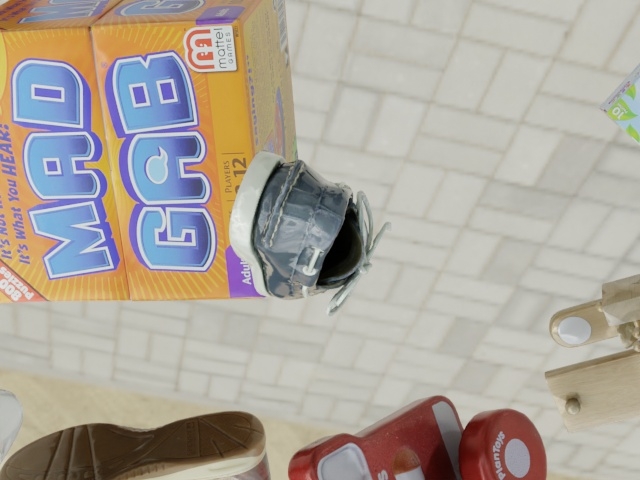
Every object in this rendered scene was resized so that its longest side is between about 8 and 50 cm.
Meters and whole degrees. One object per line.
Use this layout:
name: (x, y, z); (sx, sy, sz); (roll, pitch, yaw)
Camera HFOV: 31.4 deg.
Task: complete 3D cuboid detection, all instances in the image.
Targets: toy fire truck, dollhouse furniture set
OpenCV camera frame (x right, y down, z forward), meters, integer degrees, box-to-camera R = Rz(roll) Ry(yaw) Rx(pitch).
toy fire truck: (0.101, 0.307, 1.094); (0.254, 0.302, 0.169); (-18, -179, -44)
dollhouse furniture set: (0.205, 0.104, 0.785); (0.123, 0.151, 0.144); (-18, 111, 21)

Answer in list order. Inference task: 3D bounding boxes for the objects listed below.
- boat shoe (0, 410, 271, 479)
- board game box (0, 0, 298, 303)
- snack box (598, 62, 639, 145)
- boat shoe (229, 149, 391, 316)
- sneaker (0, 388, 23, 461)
boat shoe: (-0.230, 0.305, 1.437); (0.342, 0.123, 0.123); (-10, 123, 0)
board game box: (-0.234, -0.153, 1.535); (0.356, 0.356, 0.357); (-1, 113, 7)
snack box: (0.357, -0.147, 1.104); (0.100, 0.037, 0.141); (40, 102, -10)
boat shoe: (0.000, 0.000, 0.827); (0.079, 0.095, 0.254); (21, 167, 12)
sneaker: (-0.322, 0.218, 1.022); (0.094, 0.212, 0.080); (-2, 124, 34)
